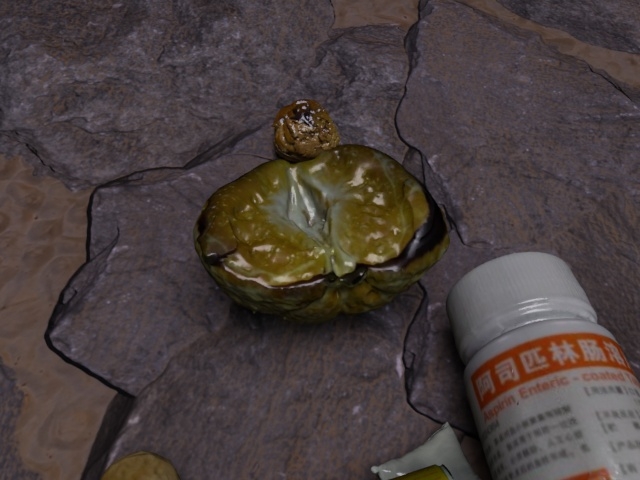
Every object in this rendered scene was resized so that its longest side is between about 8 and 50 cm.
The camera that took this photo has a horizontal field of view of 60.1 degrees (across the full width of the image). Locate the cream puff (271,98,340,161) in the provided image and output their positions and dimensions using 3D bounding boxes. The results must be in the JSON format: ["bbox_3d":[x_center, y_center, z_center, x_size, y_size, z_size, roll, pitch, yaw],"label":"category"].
[{"bbox_3d":[-0.026,-0.206,1.050,0.133,0.104,0.119,35,54,16],"label":"cream puff"}]

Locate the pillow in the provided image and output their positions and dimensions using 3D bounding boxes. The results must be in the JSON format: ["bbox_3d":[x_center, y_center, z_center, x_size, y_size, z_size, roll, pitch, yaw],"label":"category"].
[{"bbox_3d":[0.192,0.365,0.706,0.144,0.078,0.254,-24,62,-31],"label":"pillow"}]

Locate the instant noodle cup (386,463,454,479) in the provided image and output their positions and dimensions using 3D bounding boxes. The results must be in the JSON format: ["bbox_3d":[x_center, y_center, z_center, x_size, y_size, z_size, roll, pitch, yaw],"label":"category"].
[{"bbox_3d":[0.058,0.358,0.589,0.236,0.215,0.215,-22,61,-5],"label":"instant noodle cup"}]

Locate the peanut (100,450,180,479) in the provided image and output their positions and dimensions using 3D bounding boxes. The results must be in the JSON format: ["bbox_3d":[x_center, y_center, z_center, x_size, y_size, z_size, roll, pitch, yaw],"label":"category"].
[{"bbox_3d":[-0.166,0.361,0.663,0.263,0.101,0.117,34,35,19],"label":"peanut"}]

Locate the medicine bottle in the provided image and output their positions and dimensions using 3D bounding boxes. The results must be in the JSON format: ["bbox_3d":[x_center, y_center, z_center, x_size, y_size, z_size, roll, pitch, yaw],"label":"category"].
[{"bbox_3d":[0.303,0.212,0.712,0.211,0.211,0.371,-2,47,-7],"label":"medicine bottle"}]

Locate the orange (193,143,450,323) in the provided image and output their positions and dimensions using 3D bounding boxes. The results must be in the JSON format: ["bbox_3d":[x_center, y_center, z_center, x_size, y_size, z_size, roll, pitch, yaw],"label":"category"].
[{"bbox_3d":[0.000,0.000,0.848,0.369,0.210,0.270,-12,56,-11],"label":"orange"}]
